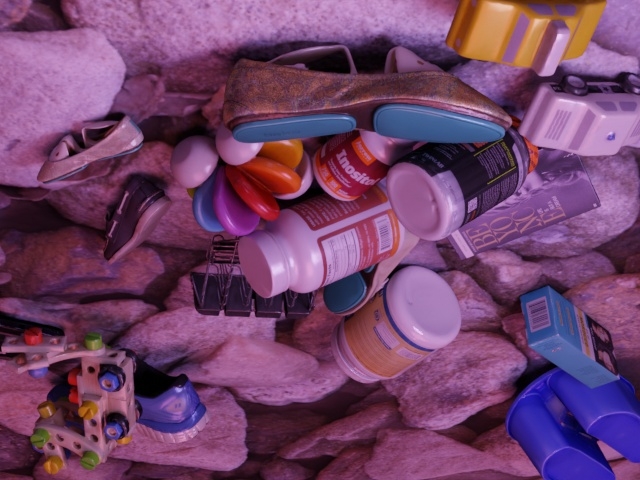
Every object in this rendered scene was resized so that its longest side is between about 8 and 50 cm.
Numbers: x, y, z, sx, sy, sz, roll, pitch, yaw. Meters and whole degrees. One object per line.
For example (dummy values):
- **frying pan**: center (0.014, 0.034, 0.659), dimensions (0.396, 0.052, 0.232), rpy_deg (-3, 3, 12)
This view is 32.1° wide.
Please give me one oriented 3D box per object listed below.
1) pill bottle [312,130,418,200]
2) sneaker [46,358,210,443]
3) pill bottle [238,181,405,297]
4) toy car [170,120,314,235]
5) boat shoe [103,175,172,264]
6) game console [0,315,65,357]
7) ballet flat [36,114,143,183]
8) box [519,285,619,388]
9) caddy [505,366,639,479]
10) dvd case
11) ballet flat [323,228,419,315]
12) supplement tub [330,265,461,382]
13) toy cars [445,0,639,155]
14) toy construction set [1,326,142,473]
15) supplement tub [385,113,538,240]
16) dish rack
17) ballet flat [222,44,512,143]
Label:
- **pill bottle**: center (0.065, -0.122, 1.465), dimensions (0.086, 0.086, 0.152), rpy_deg (19, 142, -32)
- **sneaker**: center (-0.367, 0.282, 2.073), dimensions (0.330, 0.130, 0.147), rpy_deg (-2, 116, 22)
- **pill bottle**: center (0.000, 0.000, 1.547), dimensions (0.216, 0.121, 0.121), rpy_deg (-22, 157, -27)
- **toy car**: center (-0.102, -0.073, 1.481), dimensions (0.182, 0.136, 0.159), rpy_deg (-23, 144, 29)
- **boat shoe**: center (-0.280, -0.030, 1.630), dimensions (0.065, 0.075, 0.206), rpy_deg (49, 143, 1)
- **game console**: center (-0.625, 0.154, 1.897), dimensions (0.361, 0.044, 0.213), rpy_deg (16, 145, -27)
- **ballet flat**: center (-0.312, -0.125, 1.472), dimensions (0.168, 0.057, 0.052), rpy_deg (-19, 118, 18)
- **box**: center (0.443, 0.174, 1.969), dimensions (0.060, 0.100, 0.244), rpy_deg (-25, 143, 30)
- **caddy**: center (0.518, 0.363, 2.221), dimensions (0.241, 0.179, 0.341), rpy_deg (-42, 137, 13)
- **dvd case**: center (0.273, -0.058, 1.587), dimensions (0.221, 0.018, 0.164), rpy_deg (-22, 139, 16)
- **ballet flat**: center (0.085, 0.041, 1.748), dimensions (0.086, 0.086, 0.248), rpy_deg (10, 146, -20)
- **supplement tub**: center (0.122, 0.145, 1.849), dimensions (0.144, 0.144, 0.200), rpy_deg (17, 143, -30)
- **toy cars**: center (0.300, -0.191, 1.332), dimensions (0.176, 0.087, 0.394), rpy_deg (-37, 139, 14)
- **toy construction set**: center (-0.427, 0.266, 1.928), dimensions (0.215, 0.151, 0.327), rpy_deg (8, 132, 14)
- **supplement tub**: center (0.187, -0.088, 1.436), dimensions (0.190, 0.117, 0.117), rpy_deg (-29, 162, -32)
- **dish rack**: center (-0.090, 0.045, 1.725), dimensions (0.208, 0.074, 0.271), rpy_deg (2, 152, -11)
- **ballet flat**: center (0.056, -0.180, 1.340), dimensions (0.349, 0.123, 0.123), rpy_deg (0, 149, 2)
